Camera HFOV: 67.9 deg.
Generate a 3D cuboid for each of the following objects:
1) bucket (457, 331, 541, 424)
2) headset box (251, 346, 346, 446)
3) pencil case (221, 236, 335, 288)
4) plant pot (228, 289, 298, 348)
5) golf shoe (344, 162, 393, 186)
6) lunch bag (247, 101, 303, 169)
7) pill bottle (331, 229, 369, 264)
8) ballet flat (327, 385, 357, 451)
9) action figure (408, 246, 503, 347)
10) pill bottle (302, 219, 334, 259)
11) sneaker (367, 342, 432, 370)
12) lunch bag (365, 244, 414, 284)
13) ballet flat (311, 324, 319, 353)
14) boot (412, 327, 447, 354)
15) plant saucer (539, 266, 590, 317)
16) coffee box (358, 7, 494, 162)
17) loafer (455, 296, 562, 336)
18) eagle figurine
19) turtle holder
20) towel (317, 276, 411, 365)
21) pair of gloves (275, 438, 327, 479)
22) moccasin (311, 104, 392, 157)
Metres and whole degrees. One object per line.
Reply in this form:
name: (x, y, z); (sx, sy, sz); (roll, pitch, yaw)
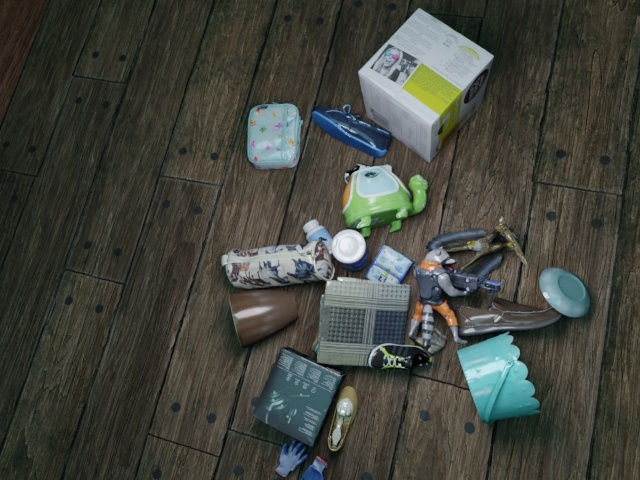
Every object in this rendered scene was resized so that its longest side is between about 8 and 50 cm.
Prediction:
bucket: (0.575, 0.453, 1.553); (0.183, 0.281, 0.281); (-20, 74, 12)
headset box: (-0.076, 0.565, 1.715); (0.247, 0.131, 0.282); (21, 81, 14)
pencil case: (-0.162, 0.088, 1.781); (0.411, 0.183, 0.159); (-7, 51, 23)
plant pot: (-0.206, 0.271, 1.789); (0.231, 0.215, 0.215); (-14, 74, -8)
golf shoe: (0.190, -0.265, 1.877); (0.198, 0.093, 0.077); (-19, 54, 4)
lunch bag: (-0.187, -0.440, 1.988); (0.224, 0.108, 0.278); (-1, 77, 11)
pill bottle: (0.116, 0.044, 1.755); (0.125, 0.221, 0.124); (-2, 77, 11)
ballet flat: (0.080, 0.640, 1.698); (0.080, 0.073, 0.232); (12, 79, 13)
action figure: (0.420, 0.186, 1.600); (0.342, 0.179, 0.329); (-1, 93, 47)
pill bottle: (0.000, 0.000, 1.858); (0.087, 0.087, 0.160); (-34, 73, 1)
sneaker: (0.280, 0.408, 1.655); (0.235, 0.097, 0.084); (-3, 101, -19)
lunch bag: (0.257, 0.109, 1.785); (0.129, 0.096, 0.151); (34, 99, 14)
ballet flat: (0.082, 0.274, 1.776); (0.342, 0.116, 0.124); (-42, 53, -1)
boot: (0.395, 0.354, 1.727); (0.118, 0.042, 0.087); (36, 79, 15)
plant saucer: (0.851, 0.168, 1.633); (0.195, 0.037, 0.194); (8, 55, -11)
coffee box: (0.392, -0.569, 1.788); (0.338, 0.337, 0.334); (41, 87, 17)
loafer: (0.639, 0.256, 1.651); (0.366, 0.134, 0.130); (-8, 76, 9)
eagle figurine: (0.559, 0.039, 1.715); (0.298, 0.225, 0.226); (-35, 26, 34)
turtle holder: (0.233, -0.160, 1.765); (0.321, 0.243, 0.227); (-18, 75, 20)
towel: (0.150, 0.293, 1.700); (0.325, 0.056, 0.311); (6, 95, -12)
pair of gloves: (-0.064, 0.809, 1.690); (0.198, 0.023, 0.159); (30, 104, 13)
moccasin: (0.130, -0.458, 1.937); (0.342, 0.137, 0.116); (31, 80, 2)
